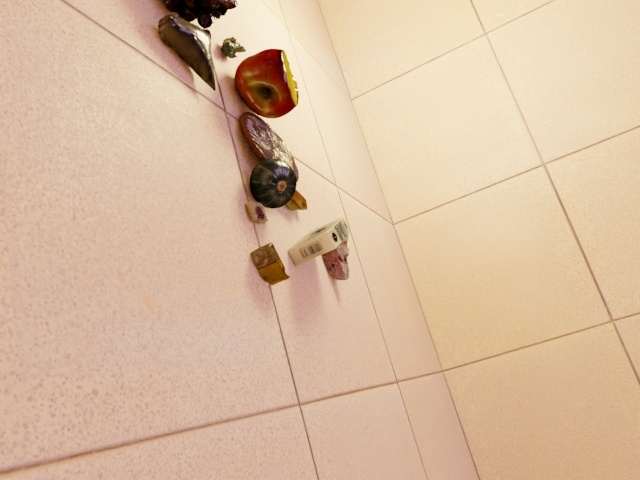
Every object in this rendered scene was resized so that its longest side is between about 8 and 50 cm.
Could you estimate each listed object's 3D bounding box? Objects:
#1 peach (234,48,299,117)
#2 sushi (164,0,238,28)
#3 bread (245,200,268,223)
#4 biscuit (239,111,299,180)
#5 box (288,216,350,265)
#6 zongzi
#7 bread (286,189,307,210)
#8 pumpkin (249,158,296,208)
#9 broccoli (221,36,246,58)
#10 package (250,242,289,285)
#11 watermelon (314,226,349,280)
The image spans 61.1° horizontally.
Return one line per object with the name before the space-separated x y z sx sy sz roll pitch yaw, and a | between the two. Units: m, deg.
peach | -0.191 -0.595 2.022 0.274 0.246 0.248 -70 174 -57
sushi | -0.391 -0.799 1.740 0.227 0.216 0.212 15 56 -67
bread | -0.205 -0.092 1.737 0.083 0.035 0.070 13 56 -64
biscuit | -0.181 -0.338 1.978 0.318 0.040 0.317 47 19 -23
box | 0.000 0.000 1.983 0.069 0.164 0.256 63 20 -6
zongzi | -0.406 -0.572 1.658 0.205 0.094 0.204 -7 84 -66
bread | -0.117 -0.167 2.029 0.226 0.049 0.087 41 30 -52
pumpkin | -0.158 -0.192 1.804 0.167 0.167 0.125 54 -7 -35
broccoli | -0.325 -0.719 2.023 0.097 0.092 0.095 68 21 -68
package | -0.152 0.077 1.639 0.047 0.071 0.131 -67 133 -72
watermelon | 0.056 0.053 2.221 0.154 0.095 0.240 20 53 -55
